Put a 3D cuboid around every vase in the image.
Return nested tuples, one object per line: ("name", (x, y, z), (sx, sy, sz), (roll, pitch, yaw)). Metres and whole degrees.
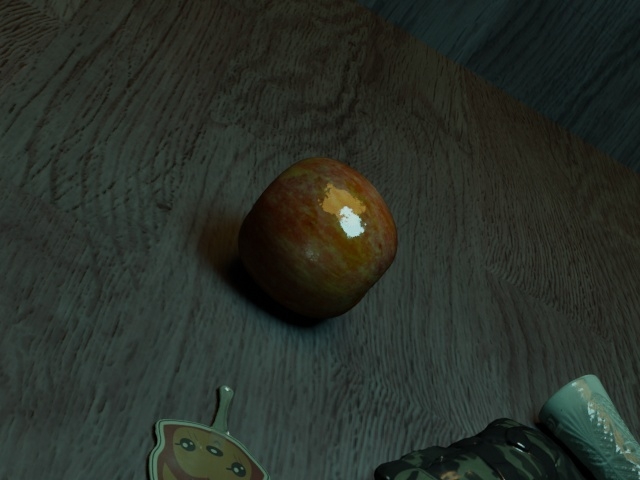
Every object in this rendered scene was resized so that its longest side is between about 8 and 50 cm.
("vase", (0.381, 0.284, 1.665), (0.096, 0.096, 0.219), (7, 39, -46))

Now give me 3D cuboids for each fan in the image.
("fan", (-0.105, 0.206, 1.292), (0.132, 0.009, 0.220), (30, 25, -11))

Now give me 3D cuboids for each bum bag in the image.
("bum bag", (0.196, 0.267, 1.458), (0.144, 0.095, 0.340), (30, 18, 30))

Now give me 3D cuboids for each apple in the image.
("apple", (0.000, 0.000, 1.586), (0.174, 0.188, 0.188), (43, 25, 6))
